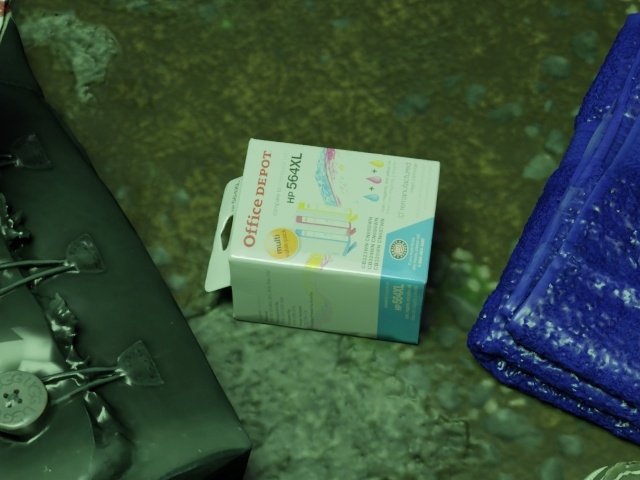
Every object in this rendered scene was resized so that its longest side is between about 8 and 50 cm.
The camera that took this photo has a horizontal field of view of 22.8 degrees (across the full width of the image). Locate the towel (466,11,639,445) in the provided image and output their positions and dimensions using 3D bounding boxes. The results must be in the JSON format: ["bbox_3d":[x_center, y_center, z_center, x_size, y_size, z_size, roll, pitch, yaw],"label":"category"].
[{"bbox_3d":[0.255,-0.009,1.044,0.227,0.076,0.308,24,64,13],"label":"towel"}]

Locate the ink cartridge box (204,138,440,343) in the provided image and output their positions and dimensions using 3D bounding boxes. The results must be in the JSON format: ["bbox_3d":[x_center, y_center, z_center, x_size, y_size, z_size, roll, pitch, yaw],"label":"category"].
[{"bbox_3d":[0.000,0.000,1.030,0.143,0.090,0.092,7,62,3],"label":"ink cartridge box"}]

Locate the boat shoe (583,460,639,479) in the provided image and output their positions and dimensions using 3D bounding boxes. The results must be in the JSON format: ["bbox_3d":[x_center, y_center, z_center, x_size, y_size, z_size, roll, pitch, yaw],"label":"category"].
[{"bbox_3d":[0.189,0.260,0.889,0.109,0.091,0.305,1,62,0],"label":"boat shoe"}]

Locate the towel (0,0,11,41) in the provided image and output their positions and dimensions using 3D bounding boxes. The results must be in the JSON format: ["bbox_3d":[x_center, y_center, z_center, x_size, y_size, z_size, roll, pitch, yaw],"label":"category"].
[{"bbox_3d":[-0.323,-0.028,0.900,0.237,0.037,0.329,21,91,19],"label":"towel"}]

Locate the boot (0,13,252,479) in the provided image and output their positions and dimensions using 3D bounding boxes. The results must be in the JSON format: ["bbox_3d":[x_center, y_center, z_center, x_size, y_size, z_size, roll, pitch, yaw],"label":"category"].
[{"bbox_3d":[-0.294,0.039,0.992,0.367,0.146,0.445,-24,69,-11],"label":"boot"}]
